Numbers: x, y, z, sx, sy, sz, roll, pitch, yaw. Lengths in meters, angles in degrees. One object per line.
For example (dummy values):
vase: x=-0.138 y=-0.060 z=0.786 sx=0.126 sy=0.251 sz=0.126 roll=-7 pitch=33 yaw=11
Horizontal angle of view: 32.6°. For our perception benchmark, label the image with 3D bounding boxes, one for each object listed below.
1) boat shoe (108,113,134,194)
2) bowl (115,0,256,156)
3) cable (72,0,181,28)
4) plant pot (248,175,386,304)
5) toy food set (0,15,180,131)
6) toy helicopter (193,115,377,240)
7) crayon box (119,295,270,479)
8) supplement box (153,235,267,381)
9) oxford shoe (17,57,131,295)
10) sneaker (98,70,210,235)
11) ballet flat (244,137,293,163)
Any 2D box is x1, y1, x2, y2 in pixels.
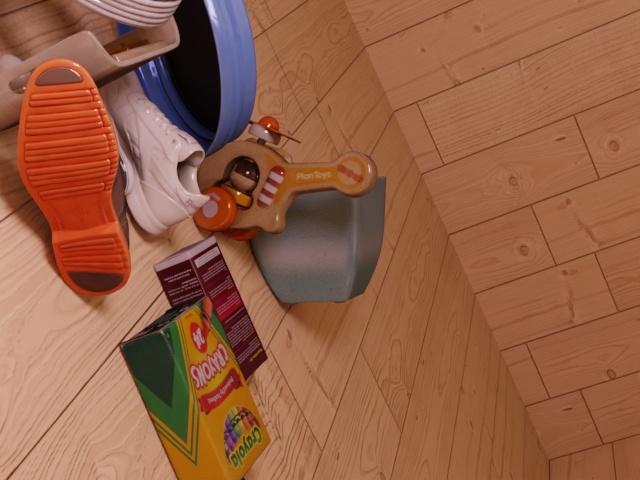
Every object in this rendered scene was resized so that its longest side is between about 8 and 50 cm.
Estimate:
boat shoe: x=-0.341 y=-0.138 z=1.748 sx=0.040 sy=0.049 sz=0.142 roll=-13 pitch=80 yaw=-53
bowl: x=-0.227 y=-0.331 z=1.815 sx=0.077 sy=0.391 sz=0.391 roll=-19 pitch=88 yaw=-28
cable: x=-0.310 y=-0.395 z=1.523 sx=0.257 sy=0.089 sz=0.257 roll=22 pitch=25 yaw=-29
plant pot: x=0.000 y=0.000 z=2.269 sx=0.248 sy=0.247 sz=0.252 roll=-15 pitch=101 yaw=-72
toy food set: x=-0.350 y=-0.258 z=1.566 sx=0.092 sy=0.220 sz=0.306 roll=63 pitch=19 yaw=-10
toy helicopter: x=-0.064 y=-0.129 z=2.023 sx=0.140 sy=0.355 sz=0.235 roll=22 pitch=67 yaw=-66
crayon box: x=-0.179 y=0.265 z=1.706 sx=0.318 sy=0.081 sz=0.202 roll=67 pitch=18 yaw=-7
supplement box: x=-0.184 y=0.124 z=1.858 sx=0.239 sy=0.073 sz=0.130 roll=67 pitch=19 yaw=-5
oxford shoe: x=-0.333 y=-0.100 z=1.496 sx=0.132 sy=0.130 sz=0.363 roll=-98 pitch=-173 yaw=-52
sneaker: x=-0.269 y=-0.169 z=1.810 sx=0.114 sy=0.152 sz=0.305 roll=-1 pitch=69 yaw=-68
ballet flat: x=-0.137 y=-0.166 z=2.208 sx=0.073 sy=0.232 sz=0.080 roll=-8 pitch=100 yaw=-29
